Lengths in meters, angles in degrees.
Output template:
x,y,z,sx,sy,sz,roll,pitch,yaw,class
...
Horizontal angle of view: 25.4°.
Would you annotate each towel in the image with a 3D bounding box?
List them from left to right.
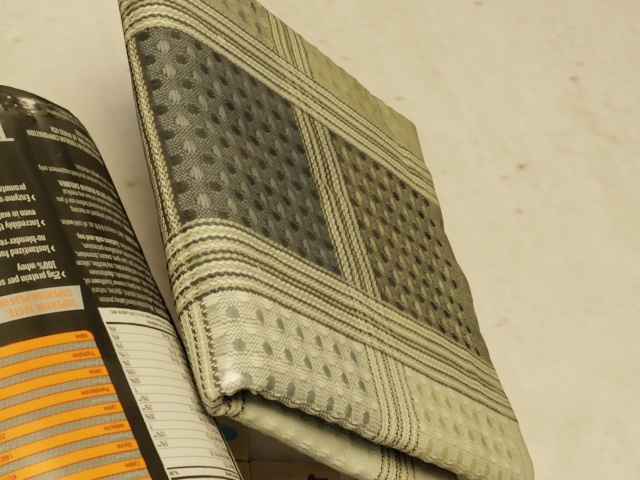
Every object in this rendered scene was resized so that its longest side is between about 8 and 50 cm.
x,y,z,sx,sy,sz,roll,pitch,yaw,class
0.000,0.000,0.845,0.324,0.056,0.312,29,37,-50,towel

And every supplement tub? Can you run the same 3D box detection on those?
x,y,z,sx,sy,sz,roll,pitch,yaw,class
-0.153,0.109,0.691,0.207,0.207,0.338,-12,63,-28,supplement tub

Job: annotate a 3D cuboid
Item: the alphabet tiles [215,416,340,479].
x,y,z,sx,sy,sz,roll,pitch,yaw,class
-0.142,0.195,0.775,0.342,0.011,0.285,6,56,-18,alphabet tiles
